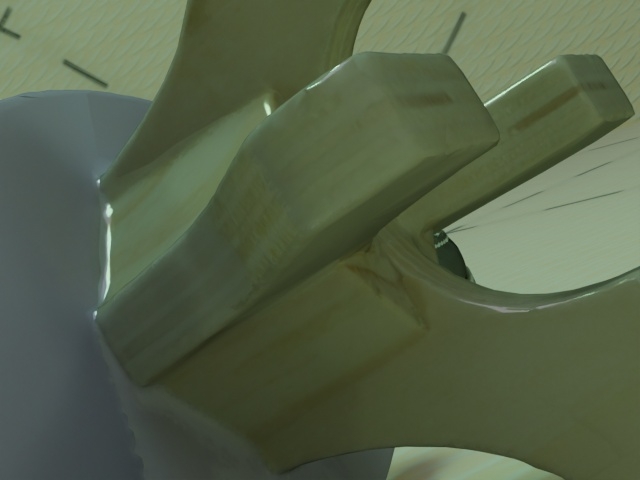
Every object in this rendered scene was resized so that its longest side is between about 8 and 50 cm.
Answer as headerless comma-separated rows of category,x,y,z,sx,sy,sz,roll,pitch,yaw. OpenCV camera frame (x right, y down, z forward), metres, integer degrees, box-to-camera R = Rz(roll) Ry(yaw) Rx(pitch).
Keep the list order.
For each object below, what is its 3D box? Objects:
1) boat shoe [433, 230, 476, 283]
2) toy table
boat shoe,0.008,0.027,0.913,0.109,0.091,0.305,-15,4,31
toy table,0.000,0.000,0.442,0.161,0.252,0.274,-34,5,23
